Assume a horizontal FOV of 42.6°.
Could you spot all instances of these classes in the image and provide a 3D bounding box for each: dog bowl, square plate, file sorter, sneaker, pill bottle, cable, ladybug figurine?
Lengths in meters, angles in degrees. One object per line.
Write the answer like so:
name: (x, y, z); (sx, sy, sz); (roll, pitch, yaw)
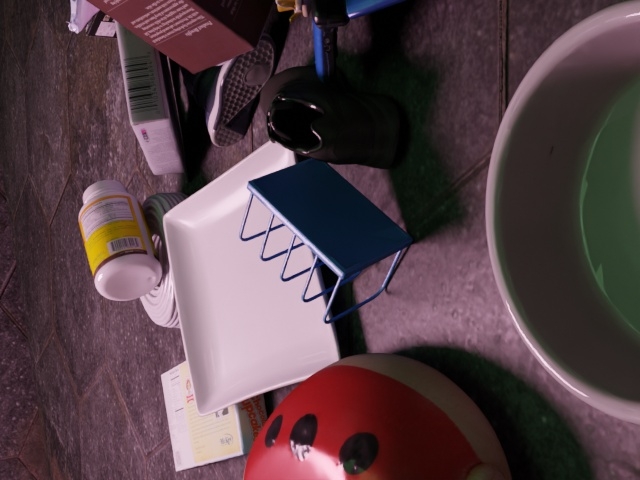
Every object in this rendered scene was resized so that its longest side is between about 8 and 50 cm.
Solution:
dog bowl: (0.261, -0.021, 0.610); (0.349, 0.102, 0.348); (8, 100, 59)
square plate: (-0.107, 0.062, 1.234); (0.347, 0.049, 0.344); (-28, 68, 43)
file sorter: (0.000, 0.000, 0.994); (0.170, 0.118, 0.104); (43, 136, 25)
sneaker: (-0.151, -0.280, 1.289); (0.226, 0.086, 0.163); (-56, 50, 47)
pill bottle: (-0.364, -0.006, 1.472); (0.215, 0.117, 0.117); (65, 143, 35)
cable: (-0.278, 0.040, 1.533); (0.257, 0.089, 0.257); (61, 141, 36)
ladybug figurine: (0.039, 0.289, 0.949); (0.449, 0.162, 0.305); (-33, 67, 55)
sneaker: (-0.020, -0.164, 1.040); (0.286, 0.130, 0.109); (31, 121, 56)

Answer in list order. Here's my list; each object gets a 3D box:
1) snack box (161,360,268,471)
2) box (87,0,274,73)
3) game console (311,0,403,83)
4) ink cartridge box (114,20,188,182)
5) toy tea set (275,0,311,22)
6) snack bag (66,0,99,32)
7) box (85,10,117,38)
snack box: (-0.191, 0.294, 1.441); (0.322, 0.060, 0.187); (-33, 64, 55)
box: (-0.186, -0.371, 1.152); (0.168, 0.203, 0.167); (-6, 60, 49)
game console: (0.072, -0.359, 0.929); (0.250, 0.173, 0.293); (82, -174, -75)
ink cartridge box: (-0.299, -0.291, 1.427); (0.330, 0.071, 0.324); (108, 150, -75)
toy tea set: (-0.077, -0.388, 0.983); (0.336, 0.124, 0.200); (-57, -35, -87)
snack bag: (-0.331, -0.560, 1.406); (0.342, 0.037, 0.323); (-69, 0, -50)
box: (-0.460, -0.551, 1.787); (0.180, 0.078, 0.147); (-36, 62, 54)
